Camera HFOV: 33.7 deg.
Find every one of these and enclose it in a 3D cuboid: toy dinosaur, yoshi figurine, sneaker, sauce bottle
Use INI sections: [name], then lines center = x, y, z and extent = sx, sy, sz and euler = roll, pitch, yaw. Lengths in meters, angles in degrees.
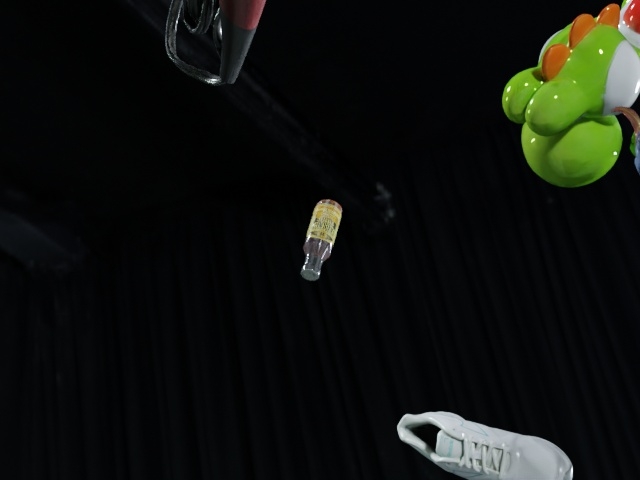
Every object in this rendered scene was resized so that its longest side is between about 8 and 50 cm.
[toy dinosaur]
center = 0.263, -0.052, 0.817
extent = 0.047, 0.090, 0.082
euler = -15, -49, -6
[yoshi figurine]
center = 0.350, -0.181, 1.210
extent = 0.362, 0.203, 0.203
euler = -28, 8, -24
[sneaker]
center = 0.125, 0.171, 0.838
extent = 0.152, 0.054, 0.061
euler = 10, -7, 42
[sauce bottle]
center = 0.000, 0.000, 1.480
extent = 0.042, 0.128, 0.042
euler = 8, -39, 7

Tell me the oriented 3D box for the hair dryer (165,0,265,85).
[hair dryer]
center = -0.023, -0.204, 0.579
extent = 0.080, 0.224, 0.293
euler = -33, 24, -29
